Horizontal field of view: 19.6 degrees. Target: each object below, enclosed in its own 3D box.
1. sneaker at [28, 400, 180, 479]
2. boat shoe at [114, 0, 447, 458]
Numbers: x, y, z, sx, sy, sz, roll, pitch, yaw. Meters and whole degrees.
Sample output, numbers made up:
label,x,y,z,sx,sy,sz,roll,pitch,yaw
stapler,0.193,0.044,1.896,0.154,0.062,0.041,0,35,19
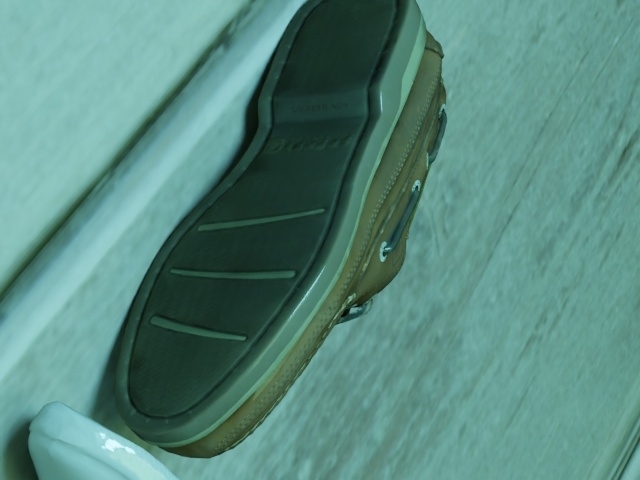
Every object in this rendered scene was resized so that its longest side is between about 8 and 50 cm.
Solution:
label,x,y,z,sx,sy,sz,roll,pitch,yaw
sneaker,-0.099,0.173,0.911,0.094,0.080,0.212,-47,134,-26
boat shoe,0.000,0.000,0.988,0.307,0.110,0.104,-61,139,-29
